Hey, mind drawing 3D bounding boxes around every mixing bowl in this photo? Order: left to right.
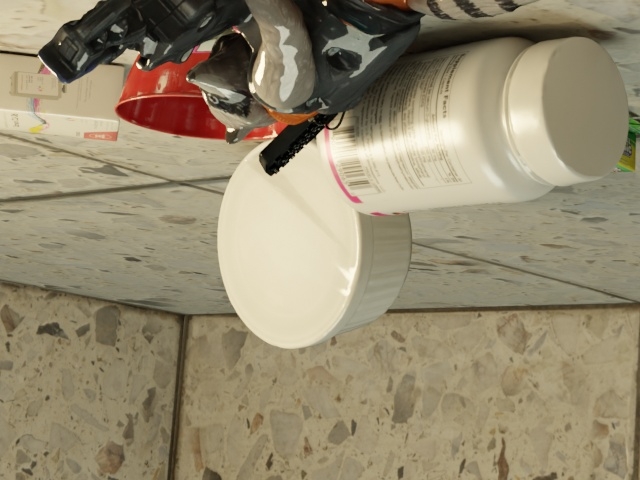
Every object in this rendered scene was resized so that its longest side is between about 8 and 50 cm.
[{"bbox_3d":[-0.105,-0.164,1.593,0.181,0.098,0.181,4,172,1],"label":"mixing bowl"}]

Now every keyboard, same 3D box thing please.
[{"bbox_3d":[0.020,-0.127,1.560,0.038,0.192,0.100,45,-178,13],"label":"keyboard"}]

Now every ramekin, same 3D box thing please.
[{"bbox_3d":[0.000,0.000,2.104,0.127,0.273,0.273,-4,179,-43],"label":"ramekin"}]

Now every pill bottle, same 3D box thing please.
[{"bbox_3d":[0.147,-0.112,1.602,0.160,0.160,0.283,13,168,-43],"label":"pill bottle"}]

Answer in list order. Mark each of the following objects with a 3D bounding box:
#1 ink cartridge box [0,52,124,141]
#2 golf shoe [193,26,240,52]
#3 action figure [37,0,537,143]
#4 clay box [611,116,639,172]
[{"bbox_3d":[-0.320,-0.160,1.818,0.198,0.067,0.115,6,171,-7],"label":"ink cartridge box"},{"bbox_3d":[-0.100,-0.197,1.480,0.186,0.067,0.086,4,172,2],"label":"golf shoe"},{"bbox_3d":[-0.001,-0.149,1.073,0.341,0.178,0.330,-36,-179,-38],"label":"action figure"},{"bbox_3d":[0.266,-0.110,1.901,0.222,0.053,0.127,-1,170,35],"label":"clay box"}]
